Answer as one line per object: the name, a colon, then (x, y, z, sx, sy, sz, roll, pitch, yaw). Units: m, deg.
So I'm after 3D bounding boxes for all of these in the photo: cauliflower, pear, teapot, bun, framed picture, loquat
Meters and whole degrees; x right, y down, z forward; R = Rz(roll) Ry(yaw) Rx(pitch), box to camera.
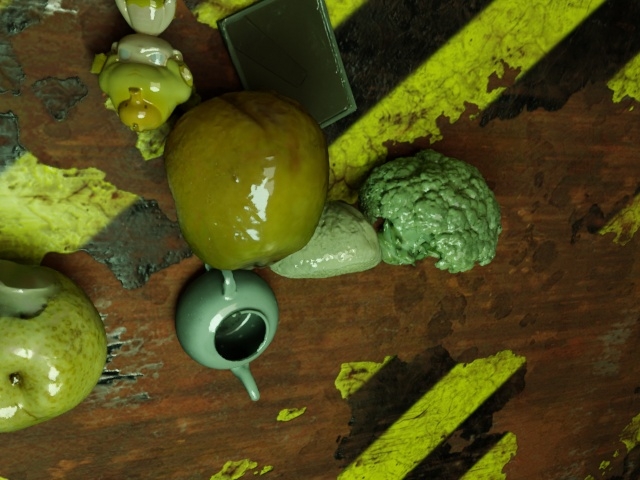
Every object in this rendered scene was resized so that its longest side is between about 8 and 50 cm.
cauliflower: (0.211, -0.039, 1.494, 0.272, 0.275, 0.250, -34, 171, -45)
pear: (-0.453, 0.164, 1.155, 0.271, 0.271, 0.271, -14, 120, -24)
teapot: (-0.164, 0.145, 1.389, 0.193, 0.129, 0.294, -21, 123, -21)
bun: (0.000, 0.000, 1.388, 0.220, 0.220, 0.134, -3, 84, -29)
framed picture: (-0.047, -0.291, 1.300, 0.189, 0.023, 0.260, -31, 126, -14)
loquat: (-0.108, -0.095, 1.201, 0.276, 0.276, 0.284, -11, 98, -26)

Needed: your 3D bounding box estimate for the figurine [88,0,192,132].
figurine: (-0.257, -0.277, 1.123, 0.156, 0.131, 0.246, 10, 114, 3)
